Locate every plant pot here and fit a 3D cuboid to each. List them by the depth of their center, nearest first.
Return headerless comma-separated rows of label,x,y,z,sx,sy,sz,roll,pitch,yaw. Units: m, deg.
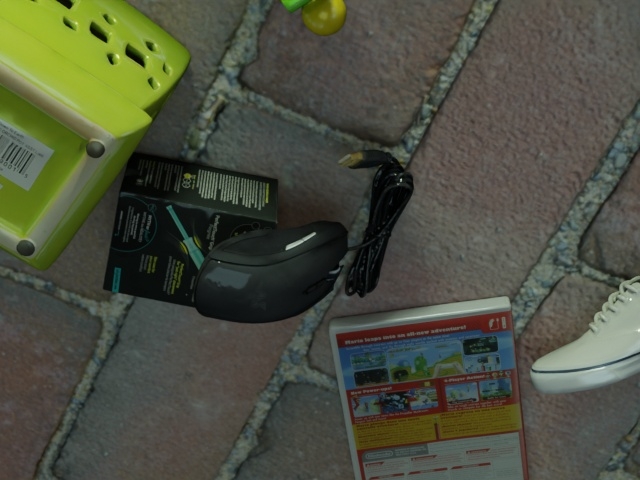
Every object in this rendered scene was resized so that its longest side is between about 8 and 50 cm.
plant pot,-0.280,-0.123,1.245,0.228,0.207,0.227,33,113,-15

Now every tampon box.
tampon box,-0.132,-0.006,1.364,0.161,0.101,0.120,11,117,-7

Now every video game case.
video game case,0.130,0.203,1.517,0.204,0.025,0.285,-8,118,4

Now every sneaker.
sneaker,0.342,0.087,1.431,0.258,0.094,0.091,-23,97,7

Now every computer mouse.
computer mouse,0.000,0.000,1.311,0.262,0.060,0.184,-7,124,-45

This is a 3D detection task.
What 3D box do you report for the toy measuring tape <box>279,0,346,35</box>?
toy measuring tape,-0.068,-0.333,1.212,0.121,0.121,0.330,-31,91,15
